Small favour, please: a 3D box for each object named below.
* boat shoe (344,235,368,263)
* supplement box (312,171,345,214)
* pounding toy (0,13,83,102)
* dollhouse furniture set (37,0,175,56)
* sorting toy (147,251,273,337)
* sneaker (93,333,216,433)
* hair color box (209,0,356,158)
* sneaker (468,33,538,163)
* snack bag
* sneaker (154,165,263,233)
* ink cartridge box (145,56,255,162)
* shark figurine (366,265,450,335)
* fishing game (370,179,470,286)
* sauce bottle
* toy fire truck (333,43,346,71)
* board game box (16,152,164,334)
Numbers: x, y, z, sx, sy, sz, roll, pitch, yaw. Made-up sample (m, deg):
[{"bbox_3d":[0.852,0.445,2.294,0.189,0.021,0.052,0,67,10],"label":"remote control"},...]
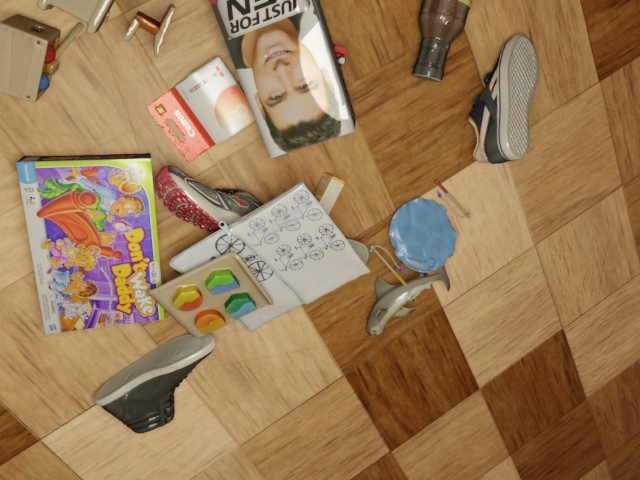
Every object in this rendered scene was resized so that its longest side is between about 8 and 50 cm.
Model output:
[{"bbox_3d":[0.000,0.000,1.154,0.254,0.079,0.095,18,88,-34],"label":"boat shoe"},{"bbox_3d":[0.010,-0.103,1.148,0.036,0.062,0.099,24,97,-25],"label":"supplement box"},{"bbox_3d":[-0.494,-0.327,0.872,0.100,0.141,0.130,16,115,-23],"label":"pounding toy"},{"bbox_3d":[-0.365,-0.424,0.805,0.261,0.259,0.135,22,108,-26],"label":"dollhouse furniture set"},{"bbox_3d":[-0.226,0.126,1.050,0.208,0.038,0.193,-23,136,5],"label":"sorting toy"},{"bbox_3d":[-0.347,0.329,1.143,0.295,0.104,0.147,-29,116,-2],"label":"sneaker"},{"bbox_3d":[-0.072,-0.372,0.969,0.185,0.114,0.375,-16,113,12],"label":"hair color box"},{"bbox_3d":[0.432,-0.338,1.200,0.126,0.127,0.322,21,74,-30],"label":"sneaker"},{"bbox_3d":[-0.103,0.057,1.069,0.342,0.037,0.323,-28,134,12],"label":"snack bag"},{"bbox_3d":[-0.212,-0.072,1.058,0.299,0.120,0.112,33,66,-35],"label":"sneaker"},{"bbox_3d":[-0.240,-0.265,1.019,0.179,0.045,0.145,-38,115,-8],"label":"ink cartridge box"},{"bbox_3d":[0.203,0.123,1.275,0.278,0.116,0.166,-37,149,4],"label":"shark figurine"},{"bbox_3d":[0.258,-0.013,1.253,0.189,0.041,0.264,44,76,-8],"label":"fishing game"},{"bbox_3d":[0.274,-0.527,1.080,0.111,0.111,0.345,9,104,-22],"label":"sauce bottle"},{"bbox_3d":[-0.018,-0.382,1.057,0.135,0.047,0.192,12,105,-21],"label":"toy fire truck"},{"bbox_3d":[-0.451,0.003,1.010,0.233,0.078,0.348,-5,109,-18],"label":"board game box"}]
